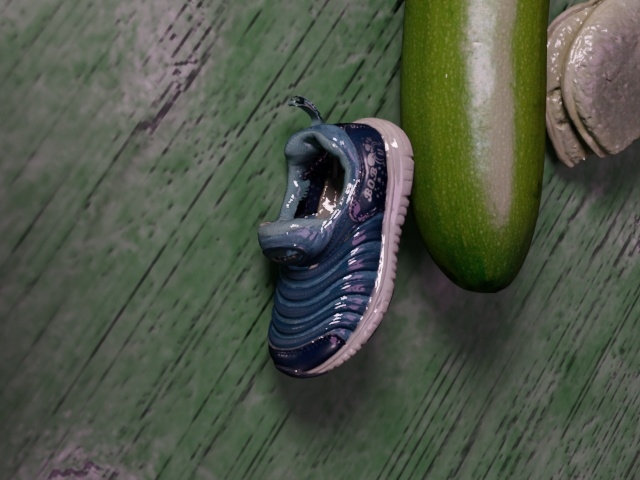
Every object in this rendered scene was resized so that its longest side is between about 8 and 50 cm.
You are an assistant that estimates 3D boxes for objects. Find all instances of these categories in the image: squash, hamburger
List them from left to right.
[{"bbox_3d":[0.085,-0.118,0.681,0.082,0.082,0.292,1,94,-37],"label":"squash"},{"bbox_3d":[0.177,-0.109,0.770,0.121,0.054,0.084,-44,122,-15],"label":"hamburger"}]

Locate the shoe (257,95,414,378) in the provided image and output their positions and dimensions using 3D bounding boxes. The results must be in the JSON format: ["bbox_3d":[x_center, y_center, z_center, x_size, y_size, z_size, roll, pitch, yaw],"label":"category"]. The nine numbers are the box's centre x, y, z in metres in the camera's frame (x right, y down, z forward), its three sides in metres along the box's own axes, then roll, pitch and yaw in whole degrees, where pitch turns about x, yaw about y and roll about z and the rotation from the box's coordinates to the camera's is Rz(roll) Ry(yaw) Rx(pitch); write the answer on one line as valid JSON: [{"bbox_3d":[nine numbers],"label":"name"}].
[{"bbox_3d":[0.000,0.000,0.648,0.071,0.064,0.143,18,83,-38],"label":"shoe"}]
